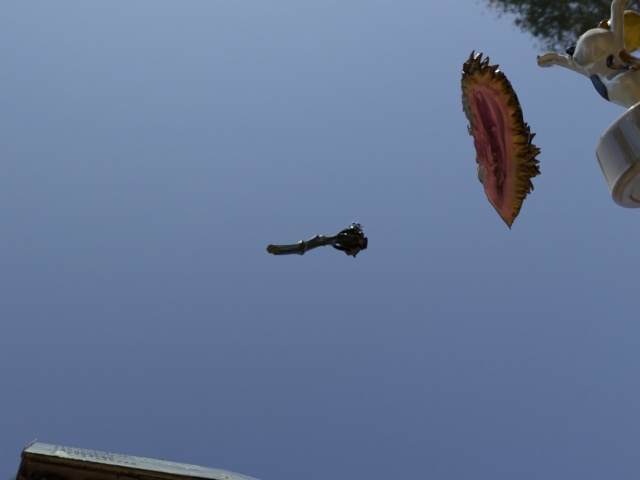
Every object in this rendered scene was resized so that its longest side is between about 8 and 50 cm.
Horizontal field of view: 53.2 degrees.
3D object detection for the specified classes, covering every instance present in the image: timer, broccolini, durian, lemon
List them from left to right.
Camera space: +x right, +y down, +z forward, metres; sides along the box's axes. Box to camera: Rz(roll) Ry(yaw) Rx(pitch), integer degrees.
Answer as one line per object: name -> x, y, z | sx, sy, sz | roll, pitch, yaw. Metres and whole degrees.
broccolini -> 0.001, -0.001, 0.850 | 0.044, 0.042, 0.218 | 54, -154, 20
durian -> 0.360, -0.211, 1.241 | 0.191, 0.112, 0.341 | -43, -63, -53
lemon -> 0.467, -0.316, 0.984 | 0.065, 0.065, 0.092 | 38, -107, -19
timer -> 0.413, -0.197, 0.853 | 0.175, 0.175, 0.265 | -6, -121, -22

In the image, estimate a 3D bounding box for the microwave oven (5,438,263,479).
microwave oven -> -0.228, 0.448, 0.704 | 0.333, 0.247, 0.393 | 16, -110, -19
